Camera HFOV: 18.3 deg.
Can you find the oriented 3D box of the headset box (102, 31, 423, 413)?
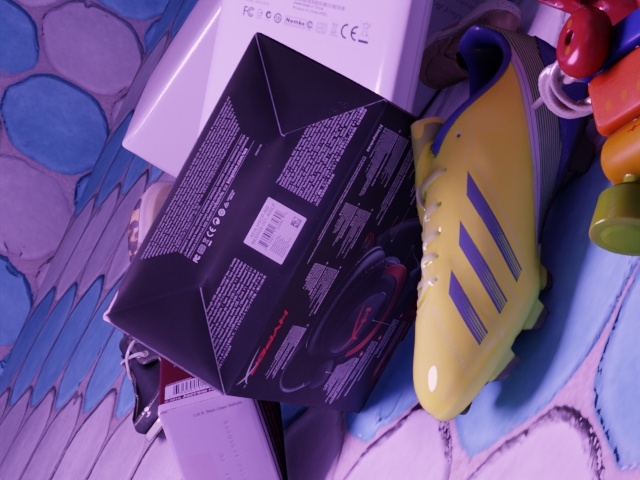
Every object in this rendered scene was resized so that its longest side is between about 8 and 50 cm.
[{"bbox_3d":[0.000,0.000,1.395,0.218,0.110,0.293,-61,-22,4],"label":"headset box"}]

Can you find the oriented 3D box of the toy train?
[{"bbox_3d":[0.179,-0.054,1.129,0.248,0.105,0.143,144,139,-61],"label":"toy train"}]

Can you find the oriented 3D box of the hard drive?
[{"bbox_3d":[-0.012,-0.117,1.629,0.203,0.040,0.307,18,102,40],"label":"hard drive"}]

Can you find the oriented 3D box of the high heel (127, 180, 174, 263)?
[{"bbox_3d":[-0.151,0.022,1.898,0.186,0.093,0.261,-57,0,30],"label":"high heel"}]

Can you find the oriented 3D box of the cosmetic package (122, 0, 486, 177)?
[{"bbox_3d":[0.010,-0.200,1.802,0.385,0.217,0.156,-50,16,30],"label":"cosmetic package"}]

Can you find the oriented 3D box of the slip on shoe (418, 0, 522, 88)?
[{"bbox_3d":[0.121,-0.153,1.651,0.135,0.051,0.041,-32,42,52],"label":"slip on shoe"}]

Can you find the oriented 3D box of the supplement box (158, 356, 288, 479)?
[{"bbox_3d":[-0.076,0.133,1.574,0.073,0.130,0.239,-16,19,3],"label":"supplement box"}]

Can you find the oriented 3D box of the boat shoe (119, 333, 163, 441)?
[{"bbox_3d":[-0.184,0.136,2.116,0.084,0.079,0.233,-54,16,21],"label":"boat shoe"}]

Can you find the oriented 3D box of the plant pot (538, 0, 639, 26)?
[{"bbox_3d":[0.199,-0.211,1.185,0.191,0.174,0.191,-56,13,20],"label":"plant pot"}]

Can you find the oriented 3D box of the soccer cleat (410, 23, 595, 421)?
[{"bbox_3d":[0.096,-0.016,1.279,0.093,0.121,0.289,-41,24,55],"label":"soccer cleat"}]
